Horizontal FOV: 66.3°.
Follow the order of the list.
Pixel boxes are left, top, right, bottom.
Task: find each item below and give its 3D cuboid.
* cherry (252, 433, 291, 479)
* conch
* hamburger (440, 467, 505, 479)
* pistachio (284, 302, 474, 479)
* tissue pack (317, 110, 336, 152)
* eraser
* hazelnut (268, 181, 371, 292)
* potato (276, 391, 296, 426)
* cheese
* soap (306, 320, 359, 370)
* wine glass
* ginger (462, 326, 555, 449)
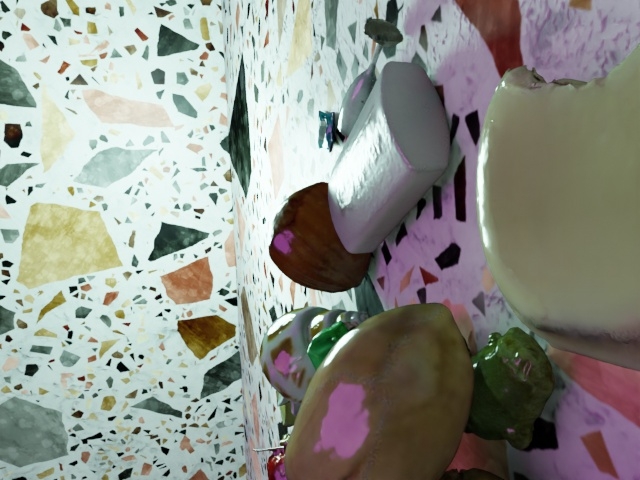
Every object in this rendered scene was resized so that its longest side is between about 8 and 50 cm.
[{"bbox_3d":[-0.027,0.574,1.169,0.250,0.192,0.175,64,-168,25],"label":"cherry"},{"bbox_3d":[-0.001,0.246,0.966,0.249,0.197,0.368,49,159,4],"label":"conch"},{"bbox_3d":[0.177,0.417,0.496,0.284,0.174,0.305,177,87,-75],"label":"hamburger"},{"bbox_3d":[0.061,0.193,0.529,0.293,0.162,0.181,-67,-13,21],"label":"pistachio"},{"bbox_3d":[0.014,-0.232,1.045,0.138,0.027,0.085,-132,43,-69],"label":"tissue pack"},{"bbox_3d":[0.090,-0.109,0.742,0.270,0.094,0.174,124,141,-61],"label":"eraser"},{"bbox_3d":[-0.006,0.004,0.927,0.210,0.186,0.210,-168,90,-68],"label":"hazelnut"},{"bbox_3d":[-0.072,0.315,1.342,0.255,0.111,0.270,-129,40,-65],"label":"potato"},{"bbox_3d":[0.214,-0.040,0.329,0.266,0.127,0.234,-171,77,-70],"label":"cheese"},{"bbox_3d":[0.082,0.279,0.765,0.218,0.097,0.274,49,163,55],"label":"soap"},{"bbox_3d":[0.073,-0.255,0.800,0.198,0.066,0.066,111,148,-56],"label":"wine glass"},{"bbox_3d":[0.169,0.164,0.598,0.290,0.089,0.137,163,122,-76],"label":"ginger"}]
